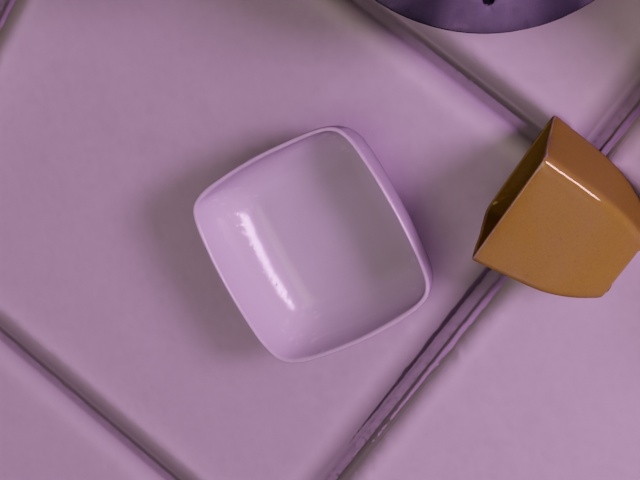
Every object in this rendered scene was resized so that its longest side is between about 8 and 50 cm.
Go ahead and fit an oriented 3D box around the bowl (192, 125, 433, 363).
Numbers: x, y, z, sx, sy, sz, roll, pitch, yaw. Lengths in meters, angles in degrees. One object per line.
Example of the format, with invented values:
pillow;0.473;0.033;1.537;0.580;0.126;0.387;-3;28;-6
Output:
bowl;0.000;0.000;0.938;0.142;0.053;0.142;-26;95;27

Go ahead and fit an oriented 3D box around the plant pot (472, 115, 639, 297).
plant pot;0.153;-0.012;0.855;0.083;0.081;0.081;32;117;-1

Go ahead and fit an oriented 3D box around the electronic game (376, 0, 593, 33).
electronic game;0.094;-0.232;0.785;0.229;0.048;0.229;0;98;-2
